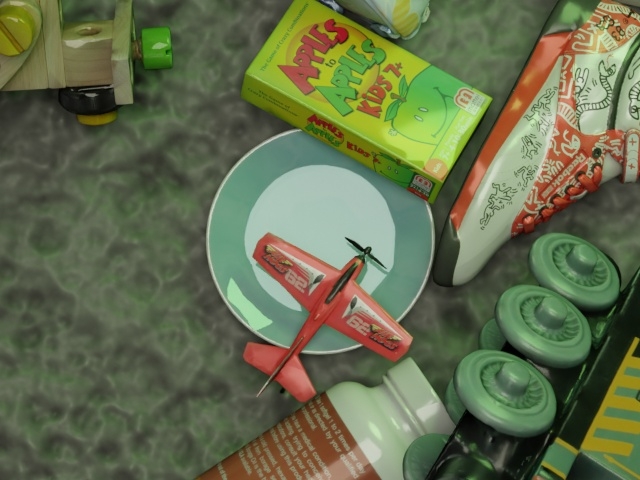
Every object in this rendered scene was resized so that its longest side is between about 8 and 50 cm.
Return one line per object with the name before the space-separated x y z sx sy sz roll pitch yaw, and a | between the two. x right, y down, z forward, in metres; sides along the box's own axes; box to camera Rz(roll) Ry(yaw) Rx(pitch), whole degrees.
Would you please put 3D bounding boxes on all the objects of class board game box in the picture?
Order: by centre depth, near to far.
board game box | 0.037 -0.116 1.499 0.181 0.043 0.092 30 65 5

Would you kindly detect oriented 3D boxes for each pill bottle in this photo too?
pill bottle | 0.007 0.188 1.450 0.216 0.121 0.121 -34 84 0

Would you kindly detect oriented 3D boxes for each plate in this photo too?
plate | 0.000 0.000 1.516 0.188 0.024 0.188 0 85 2

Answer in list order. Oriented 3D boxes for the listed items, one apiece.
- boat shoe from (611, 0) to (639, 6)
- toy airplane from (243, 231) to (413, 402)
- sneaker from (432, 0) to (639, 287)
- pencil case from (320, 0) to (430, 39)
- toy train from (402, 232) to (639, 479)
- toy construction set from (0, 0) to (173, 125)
boat shoe | 0.255 -0.234 1.505 0.184 0.066 0.063 15 72 6
toy airplane | -0.003 0.067 1.483 0.151 0.028 0.151 0 84 4
sneaker | 0.204 -0.060 1.477 0.145 0.090 0.270 27 84 7
pencil case | 0.098 -0.296 1.492 0.124 0.113 0.273 37 88 -5
toy train | 0.194 0.125 1.367 0.190 0.334 0.142 31 127 6
toy construction set | -0.232 -0.196 1.420 0.237 0.309 0.257 4 93 -2
